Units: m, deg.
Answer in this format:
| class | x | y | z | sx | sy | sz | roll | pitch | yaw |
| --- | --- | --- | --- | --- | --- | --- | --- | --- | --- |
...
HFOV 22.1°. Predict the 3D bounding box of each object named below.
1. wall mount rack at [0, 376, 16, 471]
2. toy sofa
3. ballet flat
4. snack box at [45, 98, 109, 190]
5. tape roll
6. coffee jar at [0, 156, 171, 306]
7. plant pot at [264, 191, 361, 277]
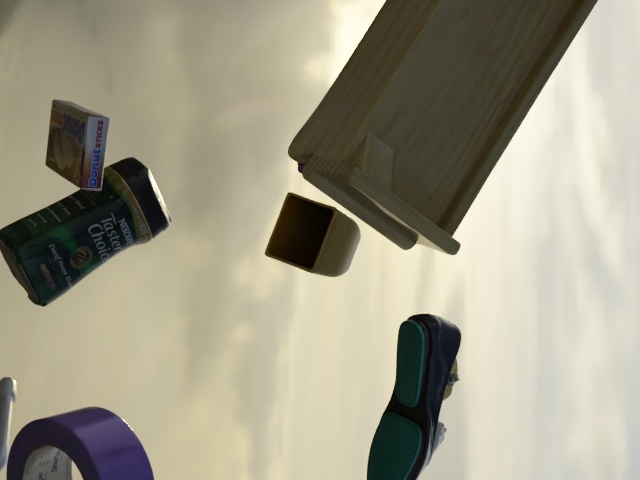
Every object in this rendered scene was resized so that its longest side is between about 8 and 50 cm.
| class | x | y | z | sx | sy | sz | roll | pitch | yaw |
| --- | --- | --- | --- | --- | --- | --- | --- | --- | --- |
| wall mount rack | -0.353 | 0.117 | 1.382 | 0.304 | 0.130 | 0.350 | -44 | 124 | -47 |
| toy sofa | 0.136 | -0.176 | 1.675 | 0.362 | 0.150 | 0.177 | -58 | -155 | -6 |
| ballet flat | 0.100 | 0.168 | 1.619 | 0.074 | 0.074 | 0.203 | -90 | -169 | -74 |
| snack box | -0.220 | -0.088 | 1.473 | 0.178 | 0.022 | 0.064 | -154 | -109 | -69 |
| tape roll | -0.288 | 0.298 | 1.965 | 0.080 | 0.189 | 0.189 | -12 | 106 | -48 |
| coffee jar | -0.259 | -0.012 | 1.816 | 0.079 | 0.184 | 0.096 | 35 | -27 | 51 |
| plant pot | 0.000 | 0.000 | 1.925 | 0.083 | 0.081 | 0.081 | 23 | 87 | -51 |
